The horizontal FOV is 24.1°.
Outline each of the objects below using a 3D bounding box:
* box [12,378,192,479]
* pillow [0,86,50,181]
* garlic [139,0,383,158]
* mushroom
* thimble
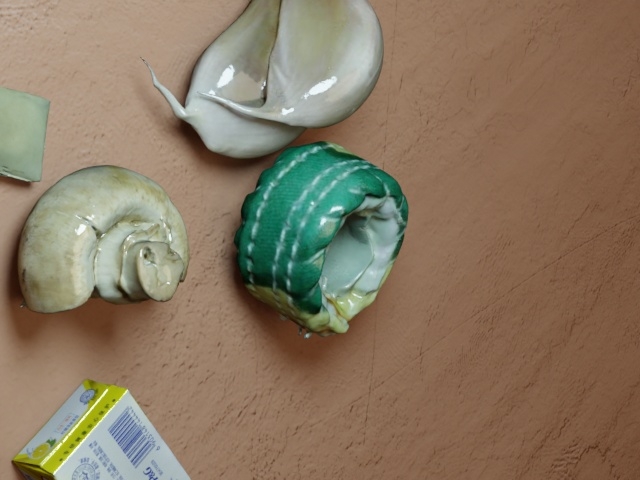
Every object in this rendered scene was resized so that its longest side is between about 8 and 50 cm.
[{"bbox_3d":[-0.291,0.345,2.124,0.168,0.097,0.265,-50,128,-27],"label":"box"},{"bbox_3d":[-0.434,-0.144,1.925,0.208,0.053,0.119,8,94,-49],"label":"pillow"},{"bbox_3d":[-0.053,-0.243,2.168,0.340,0.231,0.246,-46,129,-37],"label":"garlic"},{"bbox_3d":[-0.281,-0.005,2.005,0.253,0.195,0.189,-20,107,-45],"label":"mushroom"},{"bbox_3d":[0.000,0.000,2.262,0.254,0.167,0.288,-23,134,-46],"label":"thimble"}]
